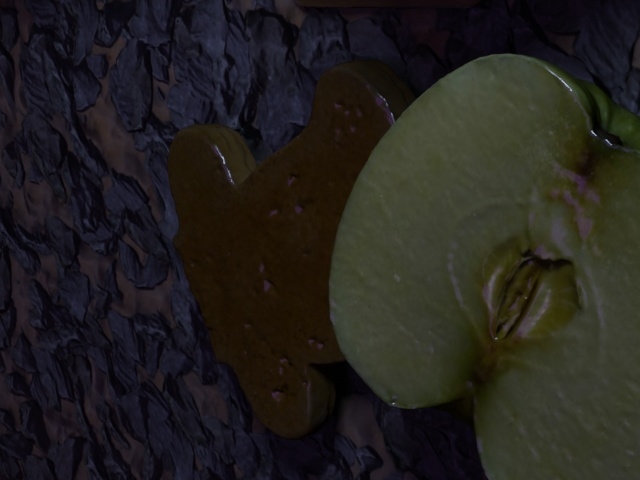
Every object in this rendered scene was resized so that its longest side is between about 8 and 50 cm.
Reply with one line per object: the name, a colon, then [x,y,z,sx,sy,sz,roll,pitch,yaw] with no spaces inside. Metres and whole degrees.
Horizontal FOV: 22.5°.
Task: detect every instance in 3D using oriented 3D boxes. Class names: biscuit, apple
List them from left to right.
biscuit: [0.000,0.000,1.720,0.394,0.076,0.368,-31,79,44]
apple: [0.193,0.039,1.368,0.311,0.320,0.360,-97,27,-57]

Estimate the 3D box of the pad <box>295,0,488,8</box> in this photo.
pad: [0.056,-0.370,1.581,0.286,0.018,0.284,8,108,46]
